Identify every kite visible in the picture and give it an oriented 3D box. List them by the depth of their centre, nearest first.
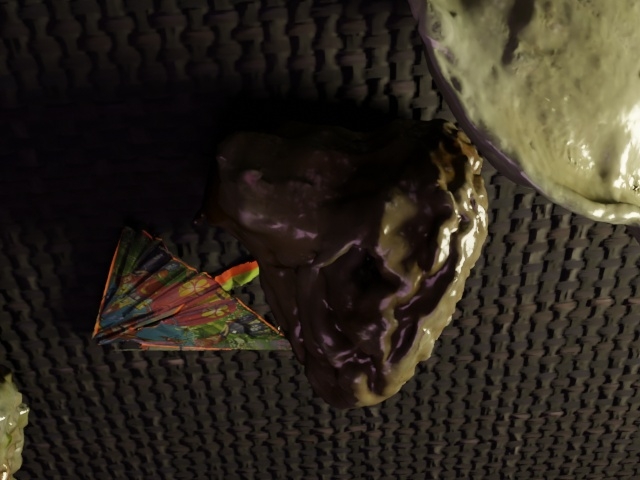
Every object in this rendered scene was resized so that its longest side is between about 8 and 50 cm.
[{"bbox_3d":[-0.100,0.050,1.086,0.183,0.014,0.241,-27,141,25],"label":"kite"}]

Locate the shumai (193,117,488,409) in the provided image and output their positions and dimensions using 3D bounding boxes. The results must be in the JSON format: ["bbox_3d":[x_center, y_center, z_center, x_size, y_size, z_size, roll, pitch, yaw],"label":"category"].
[{"bbox_3d":[0.000,0.000,0.902,0.175,0.166,0.206,17,117,-15],"label":"shumai"}]

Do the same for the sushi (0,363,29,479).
[{"bbox_3d":[-0.393,0.239,1.065,0.285,0.328,0.329,10,146,-3],"label":"sushi"}]

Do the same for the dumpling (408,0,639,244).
[{"bbox_3d":[0.125,-0.089,0.751,0.131,0.179,0.252,-22,145,31],"label":"dumpling"}]
